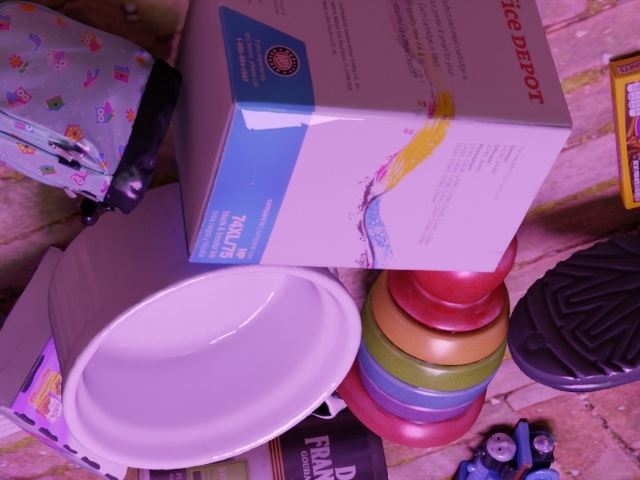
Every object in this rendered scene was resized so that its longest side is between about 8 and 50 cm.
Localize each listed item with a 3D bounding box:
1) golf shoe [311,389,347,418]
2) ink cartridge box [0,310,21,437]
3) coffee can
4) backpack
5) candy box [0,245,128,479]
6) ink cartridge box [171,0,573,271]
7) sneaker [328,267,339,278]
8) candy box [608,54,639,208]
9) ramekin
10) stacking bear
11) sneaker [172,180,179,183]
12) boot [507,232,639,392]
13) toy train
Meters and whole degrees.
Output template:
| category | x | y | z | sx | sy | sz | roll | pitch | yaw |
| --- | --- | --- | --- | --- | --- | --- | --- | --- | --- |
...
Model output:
| category | x | y | z | sx | sy | sz | roll | pitch | yaw |
| --- | --- | --- | --- | --- | --- | --- | --- | --- | --- |
| golf shoe | 0.026 | 0.157 | 1.746 | 0.198 | 0.094 | 0.077 | -2 | 142 | -13 |
| ink cartridge box | -0.432 | 0.110 | 1.553 | 0.198 | 0.114 | 0.273 | -22 | 142 | 15 |
| coffee can | -0.060 | 0.309 | 1.836 | 0.275 | 0.201 | 0.201 | -8 | 144 | -2 |
| backpack | -0.212 | -0.116 | 1.283 | 0.182 | 0.152 | 0.115 | 22 | 150 | -15 |
| candy box | -0.233 | 0.127 | 1.580 | 0.070 | 0.164 | 0.196 | 16 | 160 | 36 |
| ink cartridge box | 0.032 | -0.109 | 1.299 | 0.270 | 0.198 | 0.197 | 3 | 141 | -16 |
| sneaker | 0.000 | 0.000 | 1.561 | 0.061 | 0.053 | 0.152 | -18 | 143 | 6 |
| candy box | 0.333 | -0.109 | 1.515 | 0.105 | 0.027 | 0.206 | -16 | 144 | 3 |
| ramekin | -0.114 | 0.072 | 1.448 | 0.277 | 0.135 | 0.277 | -15 | 140 | -13 |
| stacking bear | 0.119 | 0.063 | 1.597 | 0.175 | 0.164 | 0.289 | -1 | 138 | -12 |
| sneaker | -0.134 | -0.016 | 1.502 | 0.170 | 0.063 | 0.075 | -28 | 141 | 15 |
| boot | 0.377 | 0.152 | 1.730 | 0.367 | 0.146 | 0.445 | -24 | 147 | -9 |
| toy train | 0.230 | 0.298 | 1.997 | 0.105 | 0.080 | 0.184 | 6 | 141 | -11 |
